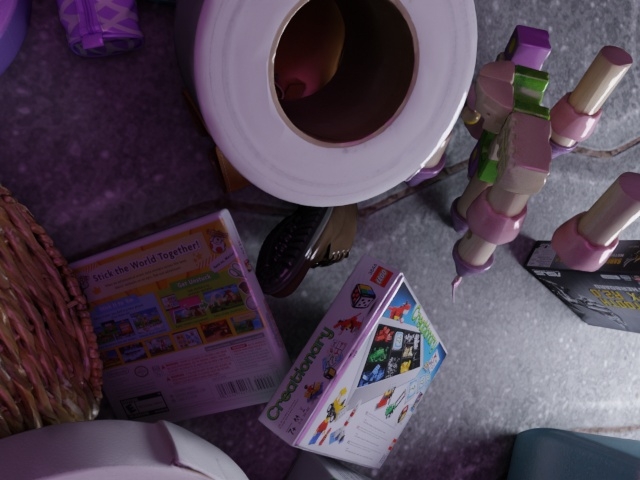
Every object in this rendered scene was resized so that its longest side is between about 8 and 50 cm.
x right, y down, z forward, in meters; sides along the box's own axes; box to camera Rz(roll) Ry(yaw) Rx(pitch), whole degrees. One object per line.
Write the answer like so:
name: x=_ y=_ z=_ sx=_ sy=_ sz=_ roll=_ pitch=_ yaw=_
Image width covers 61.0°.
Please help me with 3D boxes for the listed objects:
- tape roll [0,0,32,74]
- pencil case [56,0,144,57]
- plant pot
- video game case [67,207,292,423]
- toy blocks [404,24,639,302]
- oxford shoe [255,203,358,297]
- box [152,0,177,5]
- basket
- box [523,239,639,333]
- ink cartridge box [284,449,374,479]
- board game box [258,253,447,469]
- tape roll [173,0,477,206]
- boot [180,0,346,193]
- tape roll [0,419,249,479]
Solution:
tape roll: x=-0.421 y=-0.259 z=0.495 sx=0.274 sy=0.090 sz=0.275 roll=-1 pitch=92 yaw=-23
pencil case: x=-0.245 y=-0.298 z=0.565 sx=0.086 sy=0.088 sz=0.206 roll=-15 pitch=100 yaw=-7
plant pot: x=0.407 y=0.399 z=0.783 sx=0.247 sy=0.252 sz=0.247 roll=15 pitch=86 yaw=-22
video game case: x=-0.160 y=0.095 z=0.585 sx=0.226 sy=0.026 sz=0.207 roll=-17 pitch=102 yaw=19
toy blocks: x=0.210 y=-0.104 z=0.719 sx=0.308 sy=0.260 sz=0.289 roll=14 pitch=56 yaw=1
oxford shoe: x=0.000 y=0.000 z=0.642 sx=0.096 sy=0.082 sz=0.227 roll=58 pitch=38 yaw=-21
box: x=-0.173 y=-0.387 z=0.582 sx=0.100 sy=0.060 sz=0.244 roll=-25 pitch=105 yaw=-59
basket: x=-0.379 y=0.083 z=0.526 sx=0.213 sy=0.223 sz=0.299 roll=-38 pitch=108 yaw=-50
box: x=0.447 y=0.071 z=0.795 sx=0.183 sy=0.231 sz=0.056 roll=38 pitch=75 yaw=-20
ink cartridge box: x=0.099 y=0.402 z=0.677 sx=0.289 sy=0.211 sz=0.122 roll=34 pitch=79 yaw=-20
board game box: x=0.062 y=0.163 z=0.642 sx=0.193 sy=0.053 sz=0.305 roll=-56 pitch=149 yaw=-11
tape roll: x=-0.005 y=-0.174 z=0.504 sx=0.246 sy=0.169 sz=0.246 roll=-9 pitch=119 yaw=-16
boot: x=-0.064 y=-0.210 z=0.650 sx=0.220 sy=0.109 sz=0.284 roll=-22 pitch=108 yaw=-16
tape roll: x=-0.213 y=0.337 z=0.452 sx=0.391 sy=0.072 sz=0.392 roll=-8 pitch=108 yaw=-26
